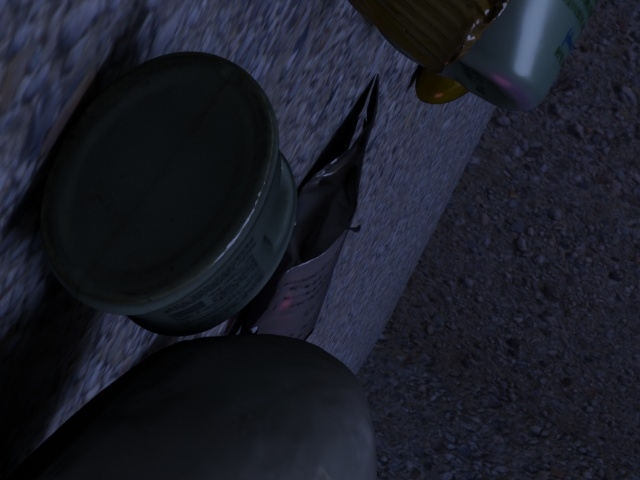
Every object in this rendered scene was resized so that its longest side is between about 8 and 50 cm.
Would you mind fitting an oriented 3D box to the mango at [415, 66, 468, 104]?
[{"bbox_3d":[0.161,-0.207,1.899,0.161,0.076,0.103,-49,177,-20],"label":"mango"}]

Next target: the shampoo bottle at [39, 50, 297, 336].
[{"bbox_3d":[-0.063,-0.011,0.841,0.118,0.087,0.234,-56,174,-4],"label":"shampoo bottle"}]

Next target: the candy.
[{"bbox_3d":[-0.080,0.171,0.913,0.295,0.185,0.295,-41,-179,1],"label":"candy"}]

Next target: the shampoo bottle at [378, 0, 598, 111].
[{"bbox_3d":[0.183,-0.280,1.338,0.349,0.151,0.222,-60,169,0],"label":"shampoo bottle"}]

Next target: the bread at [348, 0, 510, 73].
[{"bbox_3d":[0.095,-0.210,1.141,0.190,0.114,0.132,-50,-178,-14],"label":"bread"}]

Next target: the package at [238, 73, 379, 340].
[{"bbox_3d":[0.000,0.000,1.589,0.251,0.062,0.204,-61,177,-32],"label":"package"}]
